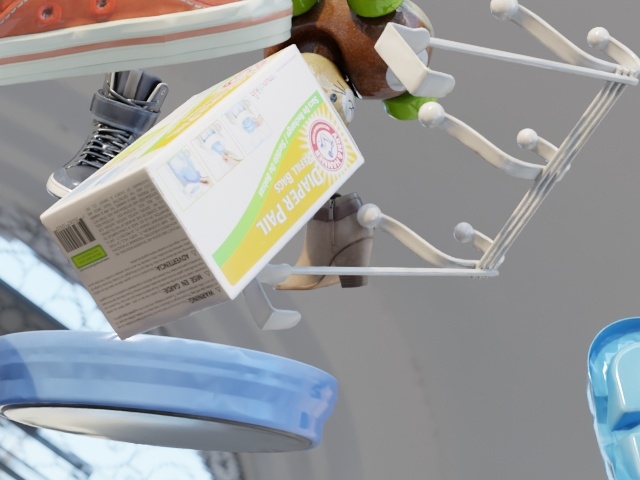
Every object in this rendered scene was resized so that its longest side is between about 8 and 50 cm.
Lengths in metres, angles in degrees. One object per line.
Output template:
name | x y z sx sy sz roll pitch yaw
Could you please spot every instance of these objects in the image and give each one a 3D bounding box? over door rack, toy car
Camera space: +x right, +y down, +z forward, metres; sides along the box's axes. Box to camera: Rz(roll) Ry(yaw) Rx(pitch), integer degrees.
over door rack | 0.089 -0.070 1.051 0.108 0.324 0.239 47 -58 26
toy car | 0.006 -0.117 1.121 0.149 0.188 0.155 4 -36 22

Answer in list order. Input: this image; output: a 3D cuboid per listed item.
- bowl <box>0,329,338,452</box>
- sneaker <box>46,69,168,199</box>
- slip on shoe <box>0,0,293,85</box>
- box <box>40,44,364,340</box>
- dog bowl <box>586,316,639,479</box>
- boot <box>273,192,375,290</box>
bowl | -0.177 0.177 1.506 0.391 0.077 0.391 6 -14 1
sneaker | -0.256 -0.129 1.639 0.086 0.163 0.226 23 16 -4
slip on shoe | -0.174 -0.117 0.607 0.123 0.331 0.101 -153 -125 -68
box | -0.075 -0.038 0.942 0.114 0.203 0.103 -21 -73 38
dog bowl | 0.434 0.246 1.753 0.166 0.297 0.074 -3 -33 -8
boot | 0.000 0.000 1.210 0.118 0.042 0.087 -5 -85 37
